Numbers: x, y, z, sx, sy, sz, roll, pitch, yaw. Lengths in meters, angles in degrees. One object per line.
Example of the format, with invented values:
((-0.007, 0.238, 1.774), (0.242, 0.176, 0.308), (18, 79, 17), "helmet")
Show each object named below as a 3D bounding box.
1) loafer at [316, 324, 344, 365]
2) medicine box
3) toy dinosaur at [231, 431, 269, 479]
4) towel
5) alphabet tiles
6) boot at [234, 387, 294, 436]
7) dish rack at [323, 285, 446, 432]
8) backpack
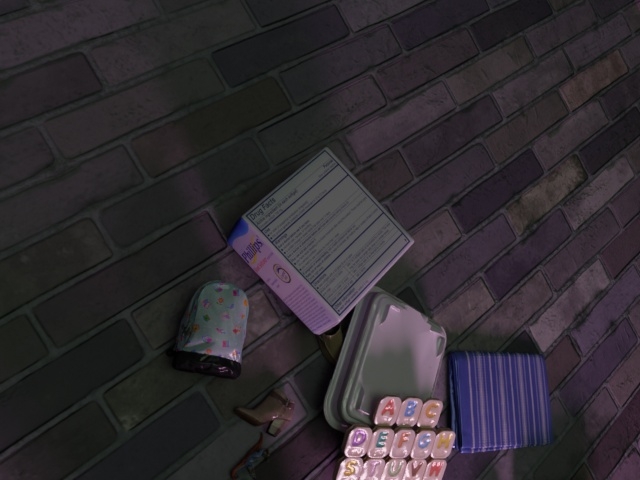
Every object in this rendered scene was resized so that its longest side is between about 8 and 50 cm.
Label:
((0.024, 0.214, 1.371), (0.056, 0.050, 0.148), (-34, 97, -30), "loafer")
((0.000, 0.000, 1.320), (0.289, 0.149, 0.263), (47, 61, 1), "medicine box")
((-0.144, 0.445, 1.249), (0.082, 0.047, 0.090), (-8, 50, -21), "toy dinosaur")
((0.461, 0.408, 1.588), (0.335, 0.040, 0.243), (8, 74, -30), "towel")
((0.164, 0.469, 1.345), (0.284, 0.021, 0.278), (12, 99, -27), "alphabet tiles")
((-0.110, 0.344, 1.280), (0.118, 0.042, 0.087), (38, 58, -18), "boot")
((0.168, 0.294, 1.401), (0.285, 0.072, 0.333), (32, 65, -29), "dish rack")
((-0.205, 0.171, 1.218), (0.151, 0.115, 0.182), (17, 69, -22), "backpack")
